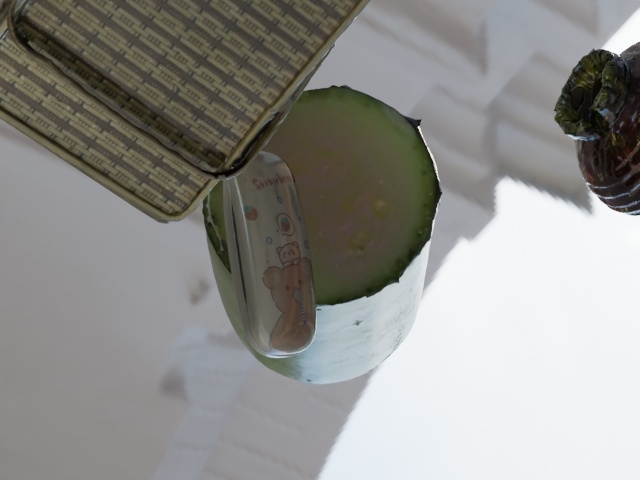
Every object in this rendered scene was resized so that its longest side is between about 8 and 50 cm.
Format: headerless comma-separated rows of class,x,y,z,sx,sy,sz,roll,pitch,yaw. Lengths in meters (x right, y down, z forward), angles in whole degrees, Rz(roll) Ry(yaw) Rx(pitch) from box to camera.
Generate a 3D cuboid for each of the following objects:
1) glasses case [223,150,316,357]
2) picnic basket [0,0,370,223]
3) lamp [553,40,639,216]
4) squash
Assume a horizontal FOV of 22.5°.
glasses case,-0.049,0.013,1.569,0.081,0.051,0.204,-2,-102,-39
picnic basket,-0.118,-0.190,1.297,0.228,0.313,0.175,35,-157,-19
lamp,0.415,-0.148,2.017,0.247,0.247,0.247,21,-136,-22
squash,0.000,0.000,1.855,0.263,0.384,0.263,0,-106,0
